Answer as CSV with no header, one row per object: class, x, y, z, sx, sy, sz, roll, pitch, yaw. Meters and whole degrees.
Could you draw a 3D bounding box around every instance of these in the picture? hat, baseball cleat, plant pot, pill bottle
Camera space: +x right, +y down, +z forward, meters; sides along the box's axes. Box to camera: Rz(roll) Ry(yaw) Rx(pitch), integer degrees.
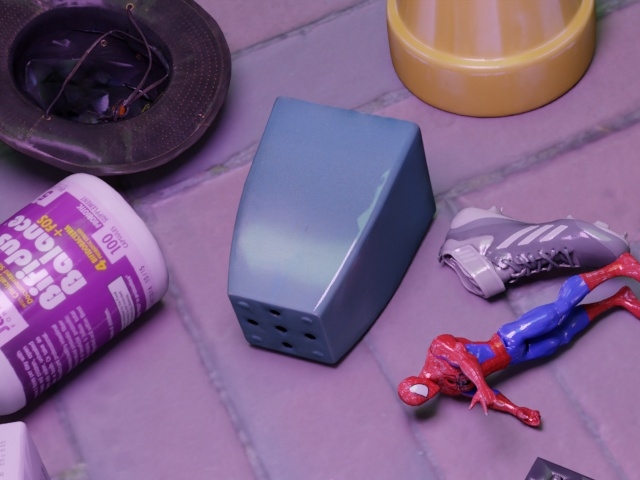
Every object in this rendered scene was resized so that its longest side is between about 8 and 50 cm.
hat,-0.275,-0.187,2.032,0.331,0.134,0.331,3,62,-6
baseball cleat,0.224,0.022,1.812,0.205,0.072,0.109,8,56,34
plant pot,0.195,-0.314,1.995,0.254,0.239,0.254,-5,49,6
plant pot,0.000,0.000,1.813,0.165,0.166,0.234,13,61,20
pill bottle,-0.321,0.076,1.787,0.301,0.169,0.169,-39,54,-23

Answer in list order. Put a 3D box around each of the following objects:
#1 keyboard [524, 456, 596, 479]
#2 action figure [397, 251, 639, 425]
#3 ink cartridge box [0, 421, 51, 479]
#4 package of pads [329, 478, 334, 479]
keyboard,0.340,0.276,1.595,0.317,0.033,0.201,21,55,24
action figure,0.218,0.123,1.706,0.280,0.091,0.139,-22,45,-10
ink cartridge box,-0.342,0.340,1.539,0.198,0.197,0.270,-9,48,2
package of pads,0.031,0.272,1.635,0.032,0.050,0.083,-37,54,-21
